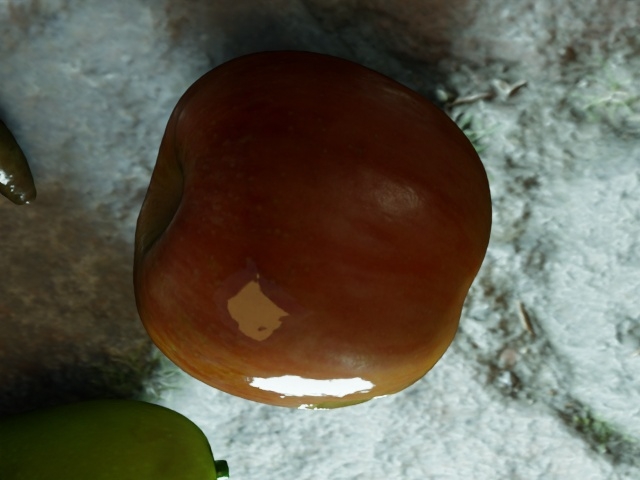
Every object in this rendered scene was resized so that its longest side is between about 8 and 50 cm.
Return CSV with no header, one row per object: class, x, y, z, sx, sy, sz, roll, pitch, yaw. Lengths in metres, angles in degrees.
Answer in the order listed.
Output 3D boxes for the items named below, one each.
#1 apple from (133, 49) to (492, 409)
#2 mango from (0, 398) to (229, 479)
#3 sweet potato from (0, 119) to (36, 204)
apple,0.000,0.000,1.182,0.241,0.242,0.242,15,132,-17
mango,-0.247,0.223,1.446,0.343,0.192,0.156,-13,92,19
sweet potato,-0.281,-0.107,1.230,0.077,0.077,0.243,-31,129,29
